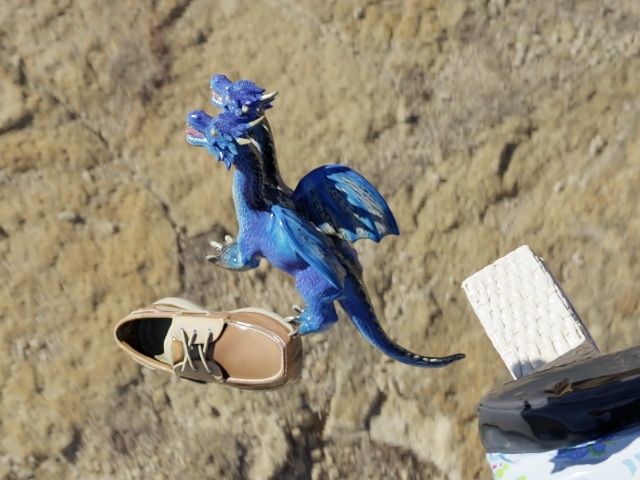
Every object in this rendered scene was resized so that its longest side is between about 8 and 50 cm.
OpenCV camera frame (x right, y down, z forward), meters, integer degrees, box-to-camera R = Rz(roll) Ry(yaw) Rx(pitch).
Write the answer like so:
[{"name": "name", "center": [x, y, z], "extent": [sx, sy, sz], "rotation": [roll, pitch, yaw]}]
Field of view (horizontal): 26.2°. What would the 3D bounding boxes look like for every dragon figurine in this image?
[{"name": "dragon figurine", "center": [0.000, 0.000, 1.058], "extent": [0.289, 0.144, 0.085], "rotation": [42, 58, 5]}]

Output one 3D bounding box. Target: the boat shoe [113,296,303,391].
[{"name": "boat shoe", "center": [-0.168, 0.155, 1.962], "extent": [0.324, 0.120, 0.123], "rotation": [4, 98, 43]}]

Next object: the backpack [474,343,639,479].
[{"name": "backpack", "center": [0.308, 0.286, 1.225], "extent": [0.290, 0.273, 0.356], "rotation": [-16, 95, 23]}]

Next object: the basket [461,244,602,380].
[{"name": "basket", "center": [0.266, 0.103, 1.733], "extent": [0.113, 0.103, 0.167], "rotation": [-32, 63, 6]}]
